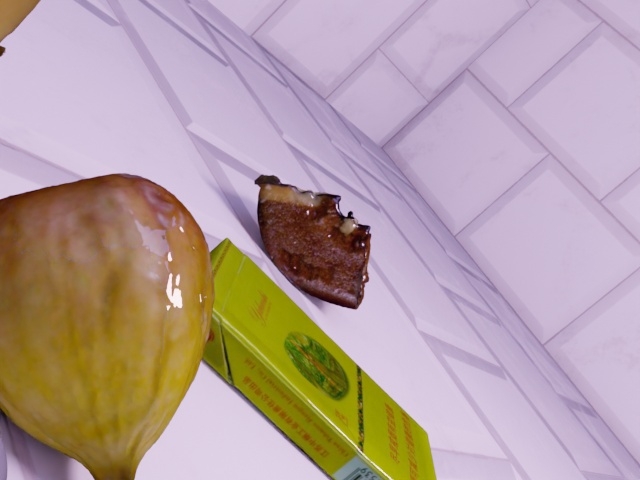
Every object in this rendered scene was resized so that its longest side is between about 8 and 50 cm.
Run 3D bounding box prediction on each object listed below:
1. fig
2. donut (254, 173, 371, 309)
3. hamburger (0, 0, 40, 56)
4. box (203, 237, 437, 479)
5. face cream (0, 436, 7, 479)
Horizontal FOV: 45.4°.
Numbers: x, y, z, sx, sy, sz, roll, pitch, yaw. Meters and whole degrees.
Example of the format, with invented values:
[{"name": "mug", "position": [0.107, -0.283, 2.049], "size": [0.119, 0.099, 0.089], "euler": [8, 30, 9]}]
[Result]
[{"name": "fig", "position": [-0.126, 0.082, 0.454], "size": [0.159, 0.159, 0.257], "euler": [27, 42, -57]}, {"name": "donut", "position": [-0.011, 0.000, 1.081], "size": [0.186, 0.144, 0.126], "euler": [18, 4, 8]}, {"name": "hamburger", "position": [-0.310, -0.248, 0.546], "size": [0.186, 0.261, 0.303], "euler": [44, -5, 5]}, {"name": "box", "position": [-0.005, 0.149, 0.786], "size": [0.335, 0.047, 0.187], "euler": [46, 13, -11]}, {"name": "face cream", "position": [-0.174, 0.100, 0.294], "size": [0.091, 0.091, 0.095], "euler": [49, 5, 5]}]
